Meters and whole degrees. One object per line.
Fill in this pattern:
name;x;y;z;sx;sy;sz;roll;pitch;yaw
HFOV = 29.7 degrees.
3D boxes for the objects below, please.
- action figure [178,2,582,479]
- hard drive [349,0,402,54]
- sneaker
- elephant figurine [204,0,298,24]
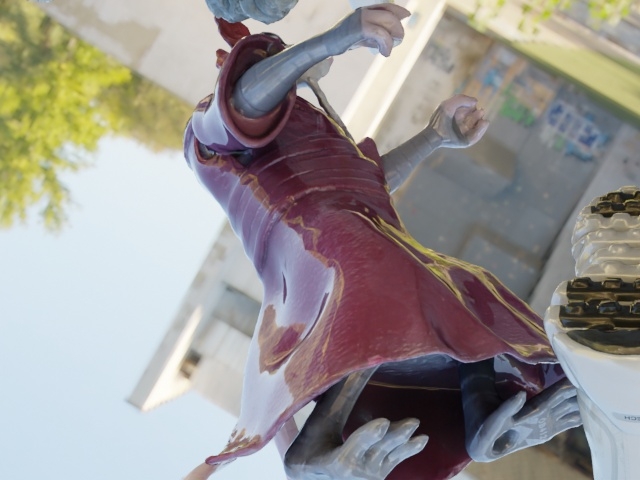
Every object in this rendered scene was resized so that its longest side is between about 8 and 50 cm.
action figure;0.000;0.000;0.768;0.248;0.275;0.370;34;-162;-53
hard drive;0.006;-0.364;1.213;0.203;0.040;0.308;-96;-17;-54
sneaker;0.186;0.046;0.643;0.110;0.118;0.292;-1;-160;26
elephant figurine;-0.119;-0.189;0.566;0.239;0.186;0.169;4;155;-25
